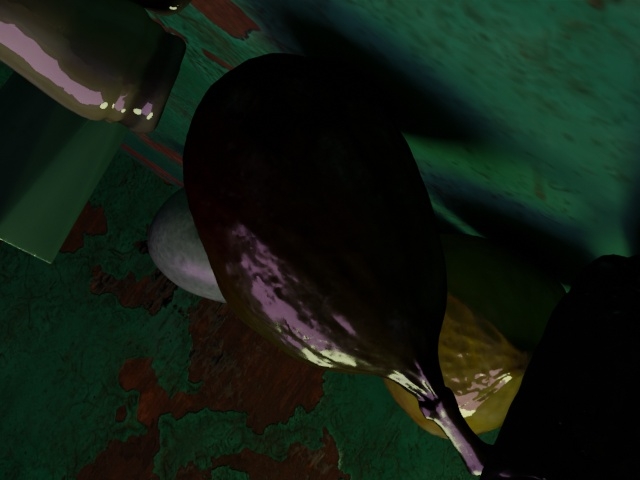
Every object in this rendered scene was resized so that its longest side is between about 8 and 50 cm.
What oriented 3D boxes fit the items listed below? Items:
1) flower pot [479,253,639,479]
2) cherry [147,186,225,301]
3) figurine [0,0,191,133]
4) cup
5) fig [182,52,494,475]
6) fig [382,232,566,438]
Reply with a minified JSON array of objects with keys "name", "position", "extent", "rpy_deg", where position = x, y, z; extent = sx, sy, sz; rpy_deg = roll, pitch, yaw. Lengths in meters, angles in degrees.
[{"name":"flower pot","position":[0.224,0.165,0.410],"extent":[0.267,0.267,0.266],"rpy_deg":[19,169,25]},{"name":"cherry","position":[-0.183,0.002,1.590],"extent":[0.296,0.218,0.255],"rpy_deg":[18,168,30]},{"name":"figurine","position":[-0.210,-0.158,0.326],"extent":[0.380,0.248,0.203],"rpy_deg":[21,180,-42]},{"name":"cup","position":[-0.260,-0.115,0.841],"extent":[0.148,0.236,0.134],"rpy_deg":[31,175,4]},{"name":"fig","position":[0.019,0.022,0.518],"extent":[0.274,0.145,0.170],"rpy_deg":[58,175,12]},{"name":"fig","position":[0.118,0.069,0.599],"extent":[0.159,0.159,0.257],"rpy_deg":[34,179,-2]}]
